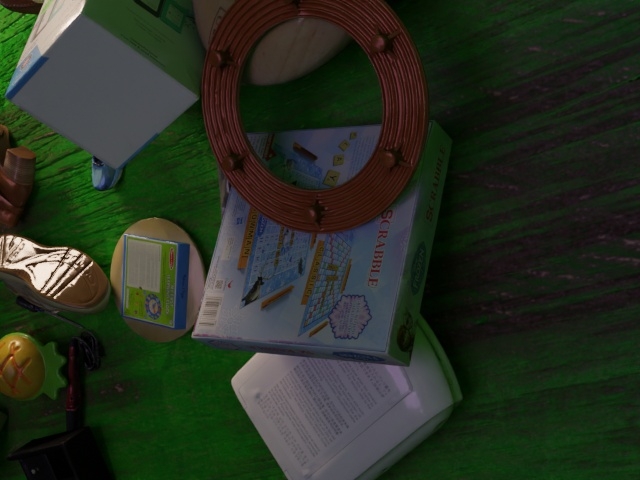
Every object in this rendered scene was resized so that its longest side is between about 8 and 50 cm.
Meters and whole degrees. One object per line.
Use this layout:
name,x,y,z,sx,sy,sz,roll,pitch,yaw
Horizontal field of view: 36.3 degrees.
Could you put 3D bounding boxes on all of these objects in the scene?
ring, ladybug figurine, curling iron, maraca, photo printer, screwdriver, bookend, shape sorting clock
ring,-0.021,-0.170,1.235,0.336,0.032,0.336,9,108,30
ladybug figurine,-0.011,-0.405,1.296,0.305,0.162,0.449,43,118,22
curling iron,-0.439,0.295,1.767,0.068,0.035,0.274,21,108,30
maraca,-0.535,0.233,1.788,0.185,0.099,0.127,1,97,29
photo printer,0.039,0.203,1.378,0.307,0.107,0.256,-47,69,29
screwdriver,-0.497,0.131,1.799,0.170,0.024,0.025,13,75,26
bookend,-0.463,0.431,1.759,0.157,0.072,0.156,-17,97,31
shape sorting clock,-0.268,0.066,1.614,0.206,0.040,0.206,3,95,36

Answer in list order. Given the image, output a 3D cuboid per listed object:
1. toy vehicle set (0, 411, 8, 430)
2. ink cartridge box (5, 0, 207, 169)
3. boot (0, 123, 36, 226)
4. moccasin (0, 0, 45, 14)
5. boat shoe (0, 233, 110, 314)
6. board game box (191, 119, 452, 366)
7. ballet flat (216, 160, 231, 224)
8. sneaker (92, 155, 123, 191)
toy vehicle set,-0.758,0.395,1.947,0.267,0.035,0.166,6,63,34
ink cartridge box,-0.292,-0.290,1.414,0.198,0.197,0.270,-35,35,33
boot,-0.610,-0.128,1.809,0.197,0.073,0.152,36,119,28
moccasin,-0.404,-0.451,1.572,0.380,0.147,0.139,-1,96,35
boat shoe,-0.476,0.074,1.734,0.302,0.109,0.098,16,145,32
board game box,0.000,0.000,1.322,0.318,0.066,0.319,1,70,35
ballet flat,-0.122,-0.053,1.492,0.068,0.072,0.213,9,102,62
sneaker,-0.375,-0.163,1.637,0.063,0.073,0.162,7,101,34
